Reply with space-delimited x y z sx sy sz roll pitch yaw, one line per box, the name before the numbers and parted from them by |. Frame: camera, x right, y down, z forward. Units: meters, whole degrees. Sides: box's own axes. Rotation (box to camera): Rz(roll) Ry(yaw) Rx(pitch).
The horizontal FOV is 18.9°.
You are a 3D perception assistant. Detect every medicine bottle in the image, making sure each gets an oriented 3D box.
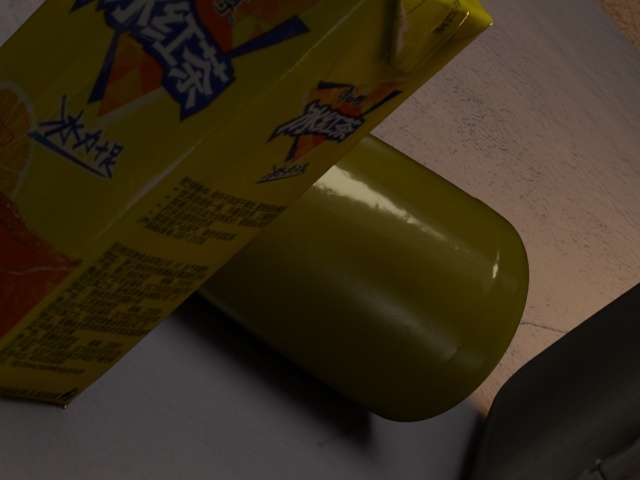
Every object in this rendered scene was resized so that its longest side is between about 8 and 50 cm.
medicine bottle | 0.285 0.096 1.460 0.123 0.375 0.282 48 22 -8

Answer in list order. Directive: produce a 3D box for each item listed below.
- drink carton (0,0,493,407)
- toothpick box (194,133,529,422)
drink carton | -0.087 -0.070 1.062 0.111 0.351 0.154 14 41 -56
toothpick box | 0.000 0.000 1.358 0.271 0.175 0.175 32 27 -29
